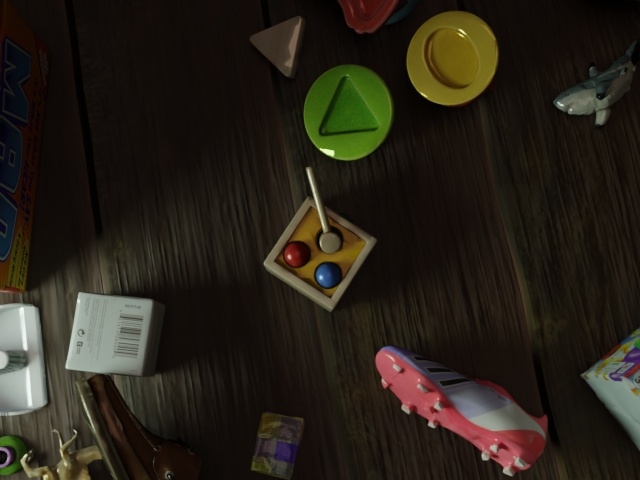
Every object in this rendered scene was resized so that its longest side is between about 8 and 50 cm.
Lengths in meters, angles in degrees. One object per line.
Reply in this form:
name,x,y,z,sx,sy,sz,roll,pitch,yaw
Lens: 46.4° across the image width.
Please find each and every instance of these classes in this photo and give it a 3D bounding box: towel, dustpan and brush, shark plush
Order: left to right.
dustpan and brush,-0.481,0.167,0.984,0.211,0.060,0.147,-8,82,-3
towel,-0.058,0.274,1.003,0.060,0.009,0.083,14,81,0
shark plush,0.409,-0.240,1.071,0.067,0.073,0.161,36,86,34

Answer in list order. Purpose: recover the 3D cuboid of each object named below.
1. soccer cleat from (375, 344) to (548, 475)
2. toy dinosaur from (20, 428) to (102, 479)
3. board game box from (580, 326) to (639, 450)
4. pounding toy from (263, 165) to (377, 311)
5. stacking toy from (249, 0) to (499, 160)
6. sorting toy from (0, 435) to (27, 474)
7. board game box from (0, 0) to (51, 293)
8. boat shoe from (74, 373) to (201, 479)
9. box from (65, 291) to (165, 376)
soccer cleat,0.187,0.209,0.993,0.248,0.083,0.095,34,53,9
toy dinosaur,-0.346,0.310,0.970,0.092,0.053,0.183,41,83,3
board game box,0.507,0.146,0.967,0.275,0.144,0.142,-36,83,-7
pounding toy,0.000,0.000,1.000,0.130,0.100,0.141,33,82,3
stacking toy,0.081,-0.272,1.067,0.279,0.130,0.309,-38,80,20
sorting toy,-0.442,0.282,0.977,0.102,0.042,0.061,13,81,0
board game box,-0.567,-0.135,0.879,0.356,0.356,0.356,3,81,-1
boat shoe,-0.205,0.293,0.946,0.104,0.111,0.307,-27,99,-20
box,-0.266,0.124,0.982,0.102,0.087,0.101,7,81,0
